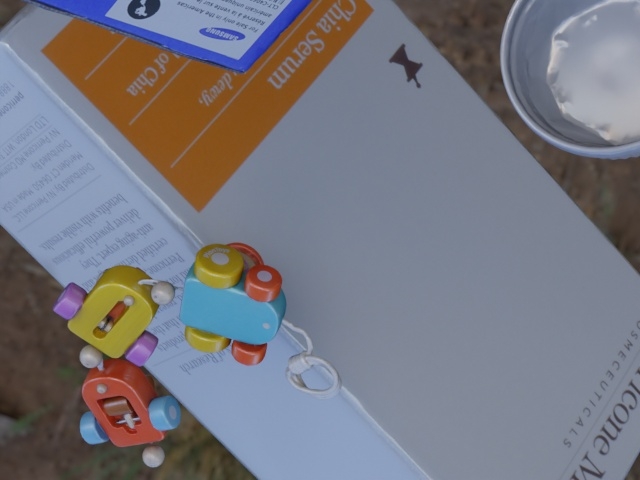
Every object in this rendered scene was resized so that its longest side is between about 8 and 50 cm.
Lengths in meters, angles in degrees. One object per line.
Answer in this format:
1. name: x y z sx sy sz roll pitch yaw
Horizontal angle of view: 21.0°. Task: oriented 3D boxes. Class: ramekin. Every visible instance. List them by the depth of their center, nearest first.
1. ramekin: 0.288 -0.176 1.694 0.207 0.207 0.109 12 176 21

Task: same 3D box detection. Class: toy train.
1. toy train: -0.071 0.055 0.926 0.166 0.046 0.125 -17 121 27

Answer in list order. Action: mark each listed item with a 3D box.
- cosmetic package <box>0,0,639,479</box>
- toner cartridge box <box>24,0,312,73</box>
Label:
1. cosmetic package: 0.000 0.000 1.065 0.453 0.230 0.161 46 147 -13
2. toner cartridge box: -0.121 -0.224 0.630 0.165 0.348 0.075 17 129 -44
